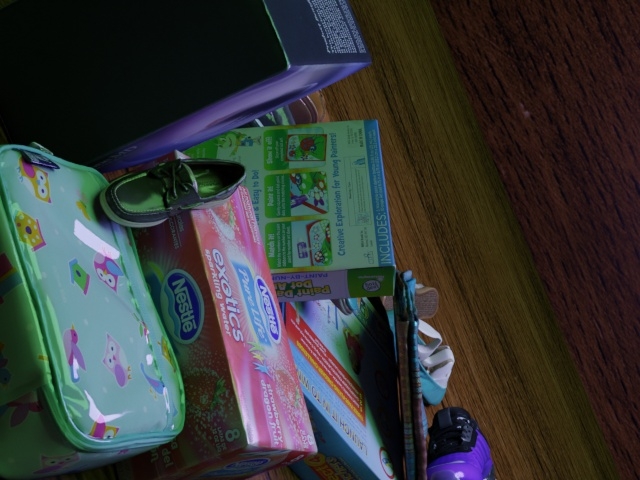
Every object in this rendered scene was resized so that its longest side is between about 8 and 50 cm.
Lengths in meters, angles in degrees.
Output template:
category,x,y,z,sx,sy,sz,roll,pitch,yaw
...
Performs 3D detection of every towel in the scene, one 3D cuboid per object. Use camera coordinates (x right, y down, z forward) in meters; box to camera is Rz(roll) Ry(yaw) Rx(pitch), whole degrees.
category,x,y,z,sx,sy,sz,roll,pitch,yaw
towel,0.127,0.201,1.660,0.370,0.040,0.272,-72,157,-82

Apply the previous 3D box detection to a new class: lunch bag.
category,x,y,z,sx,sy,sz,roll,pitch,yaw
lunch bag,-0.221,0.055,1.023,0.224,0.107,0.279,14,55,-66

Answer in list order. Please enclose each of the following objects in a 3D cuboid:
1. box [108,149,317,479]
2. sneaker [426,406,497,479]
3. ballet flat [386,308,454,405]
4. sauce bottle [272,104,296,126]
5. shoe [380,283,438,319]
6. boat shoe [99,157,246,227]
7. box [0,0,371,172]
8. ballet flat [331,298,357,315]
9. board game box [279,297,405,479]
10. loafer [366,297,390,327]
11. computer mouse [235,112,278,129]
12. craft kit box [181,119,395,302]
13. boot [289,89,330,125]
category,x,y,z,sx,sy,sz,roll,pitch,yaw
box,-0.128,0.086,1.183,0.154,0.142,0.300,27,44,-62
sneaker,0.198,0.326,1.832,0.293,0.102,0.146,32,46,-71
ballet flat,0.165,0.188,1.933,0.247,0.087,0.083,49,26,-42
sauce bottle,-0.111,-0.275,1.685,0.344,0.111,0.111,66,19,3
shoe,0.131,0.103,2.004,0.219,0.058,0.077,11,89,-63
boat shoe,-0.131,-0.051,1.089,0.152,0.049,0.056,-19,76,-48
box,-0.143,-0.196,1.235,0.183,0.296,0.294,67,20,-1
ballet flat,0.000,0.000,1.478,0.072,0.068,0.213,46,32,-59
board game box,-0.004,0.151,1.526,0.308,0.086,0.302,53,24,-36
loafer,0.072,0.105,1.825,0.061,0.062,0.170,22,49,-70
computer mouse,-0.058,-0.114,1.566,0.060,0.184,0.262,-40,110,-47
craft kit box,-0.046,-0.035,1.393,0.061,0.246,0.250,90,-2,-46
boot,-0.037,-0.225,1.894,0.197,0.073,0.152,61,17,-54
